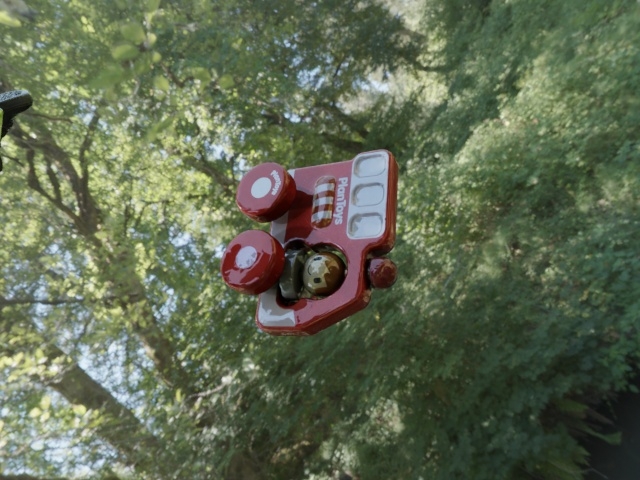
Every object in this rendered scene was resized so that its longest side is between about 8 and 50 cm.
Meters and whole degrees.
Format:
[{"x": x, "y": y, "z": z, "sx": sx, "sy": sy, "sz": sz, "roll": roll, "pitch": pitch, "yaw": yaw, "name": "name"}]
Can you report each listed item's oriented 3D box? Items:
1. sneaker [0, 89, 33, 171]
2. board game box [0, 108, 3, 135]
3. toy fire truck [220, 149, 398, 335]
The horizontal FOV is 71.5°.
[{"x": -0.460, "y": -0.135, "z": 0.610, "sx": 0.170, "sy": 0.051, "sz": 0.089, "roll": -26, "pitch": -51, "yaw": -9, "name": "sneaker"}, {"x": -0.411, "y": 0.038, "z": 0.408, "sx": 0.347, "sy": 0.078, "sz": 0.233, "roll": -38, "pitch": 31, "yaw": 44, "name": "board game box"}, {"x": 0.000, "y": 0.000, "z": 0.718, "sx": 0.169, "sy": 0.253, "sz": 0.302, "roll": 45, "pitch": -135, "yaw": -53, "name": "toy fire truck"}]
